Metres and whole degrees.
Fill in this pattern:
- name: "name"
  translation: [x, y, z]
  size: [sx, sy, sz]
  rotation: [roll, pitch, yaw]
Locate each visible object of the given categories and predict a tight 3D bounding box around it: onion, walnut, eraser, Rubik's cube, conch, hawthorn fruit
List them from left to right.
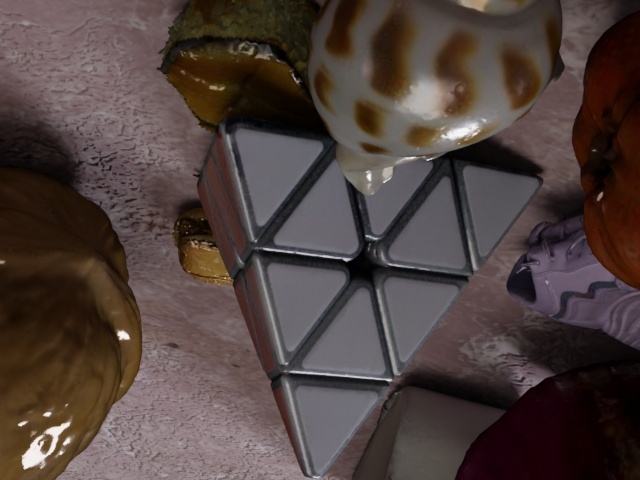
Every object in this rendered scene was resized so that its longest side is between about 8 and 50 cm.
- name: "walnut"
  translation: [-0.304, 0.084, 1.721]
  size: [0.332, 0.333, 0.333]
  rotation: [10, 149, 6]
- name: "Rubik's cube"
  translation: [-0.002, 0.000, 1.560]
  size: [0.233, 0.229, 0.228]
  rotation: [38, 126, -1]
- name: "eraser"
  translation: [0.099, 0.313, 2.026]
  size: [0.150, 0.331, 0.331]
  rotation: [14, 149, -4]
- name: "conch"
  translation: [0.083, -0.138, 1.350]
  size: [0.275, 0.182, 0.149]
  rotation: [-30, 95, 47]
- name: "onion"
  translation: [0.302, 0.290, 1.699]
  size: [0.398, 0.398, 0.420]
  rotation: [13, 179, 2]
- name: "hawthorn fruit"
  translation: [0.302, -0.060, 1.359]
  size: [0.243, 0.207, 0.207]
  rotation: [1, 150, -6]

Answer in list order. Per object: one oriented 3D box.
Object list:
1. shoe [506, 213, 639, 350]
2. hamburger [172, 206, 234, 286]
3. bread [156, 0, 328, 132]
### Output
- name: "shoe"
  translation: [0.231, 0.009, 1.586]
  size: [0.137, 0.095, 0.245]
  rotation: [10, 156, 1]
- name: "hamburger"
  translation: [-0.095, 0.005, 1.757]
  size: [0.076, 0.044, 0.083]
  rotation: [10, 151, 3]
- name: "bread"
  translation: [-0.056, -0.136, 1.487]
  size: [0.128, 0.069, 0.140]
  rotation: [-2, 150, 26]
